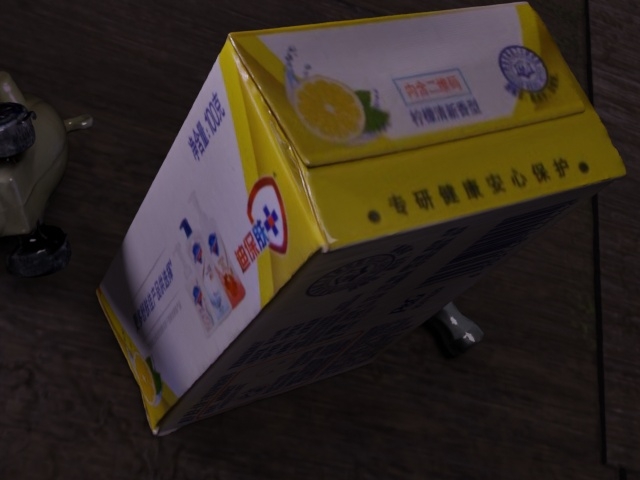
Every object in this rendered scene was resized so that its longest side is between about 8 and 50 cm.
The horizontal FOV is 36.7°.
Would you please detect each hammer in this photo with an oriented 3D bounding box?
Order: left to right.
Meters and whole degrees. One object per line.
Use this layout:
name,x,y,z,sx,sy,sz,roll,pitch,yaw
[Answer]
hammer,0.140,-0.020,0.720,0.246,0.029,0.103,-37,86,-36

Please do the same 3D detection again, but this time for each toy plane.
toy plane,-0.194,-0.005,0.479,0.108,0.092,0.286,-4,33,5

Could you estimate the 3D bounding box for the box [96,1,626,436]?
box,0.000,0.000,0.497,0.168,0.265,0.097,-14,71,-29
